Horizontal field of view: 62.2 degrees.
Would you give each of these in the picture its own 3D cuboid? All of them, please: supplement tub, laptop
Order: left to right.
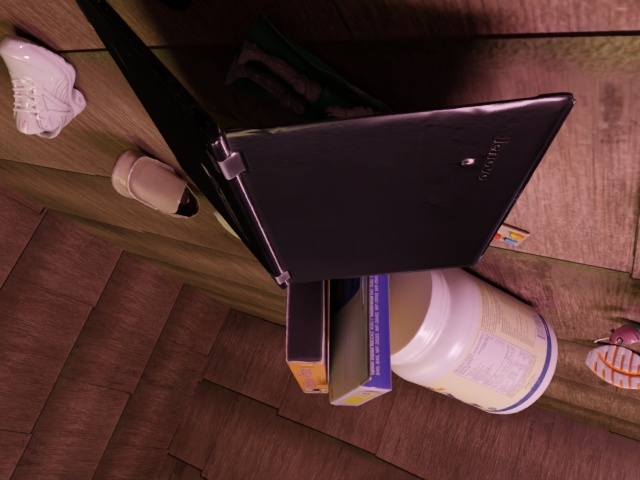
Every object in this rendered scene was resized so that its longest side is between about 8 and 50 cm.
[{"bbox_3d":[-0.014,-0.108,0.608,0.408,0.236,0.382,48,168,20],"label":"laptop"},{"bbox_3d":[0.265,0.183,1.033,0.325,0.235,0.235,26,164,-24],"label":"supplement tub"}]

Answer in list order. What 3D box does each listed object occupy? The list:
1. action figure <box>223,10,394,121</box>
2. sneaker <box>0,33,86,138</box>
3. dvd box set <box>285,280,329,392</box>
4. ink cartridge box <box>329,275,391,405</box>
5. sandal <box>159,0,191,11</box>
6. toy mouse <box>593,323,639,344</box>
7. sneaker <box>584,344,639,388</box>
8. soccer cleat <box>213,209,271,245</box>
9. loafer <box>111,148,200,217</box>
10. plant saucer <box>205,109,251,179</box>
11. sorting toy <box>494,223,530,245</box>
[{"bbox_3d":[0.010,-0.150,0.602,0.232,0.063,0.137,24,164,-19],"label":"action figure"},{"bbox_3d":[-0.444,-0.226,0.837,0.090,0.115,0.232,22,165,-1],"label":"sneaker"},{"bbox_3d":[-0.016,0.115,1.017,0.062,0.307,0.420,0,159,2],"label":"dvd box set"},{"bbox_3d":[0.072,0.107,0.896,0.072,0.303,0.307,7,157,-10],"label":"ink cartridge box"},{"bbox_3d":[-0.133,-0.258,0.476,0.067,0.040,0.179,33,176,-19],"label":"sandal"},{"bbox_3d":[0.547,0.162,0.928,0.161,0.031,0.143,2,170,-35],"label":"toy mouse"},{"bbox_3d":[0.680,0.285,1.138,0.215,0.084,0.083,15,168,21],"label":"sneaker"},{"bbox_3d":[-0.174,-0.023,1.275,0.076,0.068,0.196,13,156,44],"label":"soccer cleat"},{"bbox_3d":[-0.336,-0.114,1.125,0.092,0.101,0.268,15,173,17],"label":"loafer"},{"bbox_3d":[-0.149,-0.136,0.898,0.241,0.037,0.241,20,165,6],"label":"plant saucer"},{"bbox_3d":[0.266,-0.012,0.805,0.083,0.012,0.062,20,165,5],"label":"sorting toy"}]
